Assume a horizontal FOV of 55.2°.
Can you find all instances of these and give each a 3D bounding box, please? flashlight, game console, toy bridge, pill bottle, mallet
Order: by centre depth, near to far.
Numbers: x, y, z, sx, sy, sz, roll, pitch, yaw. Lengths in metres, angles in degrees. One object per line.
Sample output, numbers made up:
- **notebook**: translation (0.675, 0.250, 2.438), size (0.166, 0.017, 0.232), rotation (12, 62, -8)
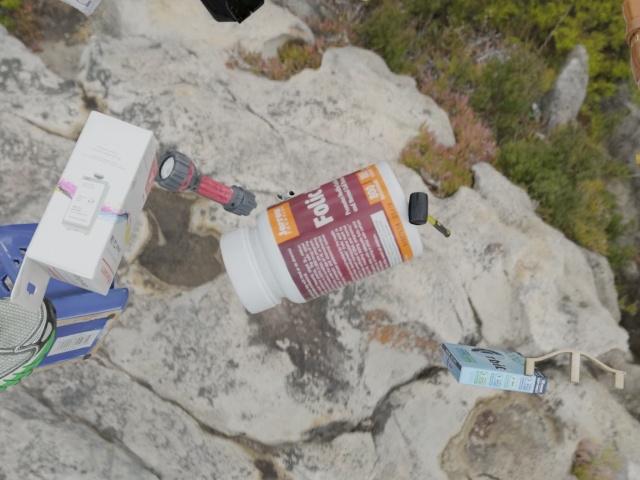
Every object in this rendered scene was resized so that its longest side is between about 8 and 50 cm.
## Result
- **toy bridge**: translation (0.502, 0.249, 1.208), size (0.188, 0.026, 0.063), rotation (6, 73, 11)
- **game console**: translation (-0.193, -0.510, 1.246), size (0.107, 0.122, 0.071), rotation (-38, 51, 3)
- **mallet**: translation (0.228, -0.050, 1.253), size (0.039, 0.190, 0.062), rotation (-5, 78, 30)
- **pill bottle**: translation (0.000, 0.000, 1.322), size (0.392, 0.224, 0.224), rotation (-22, 61, 3)
- **flashlight**: translation (-0.297, -0.143, 1.637), size (0.103, 0.304, 0.103), rotation (-37, 52, 25)

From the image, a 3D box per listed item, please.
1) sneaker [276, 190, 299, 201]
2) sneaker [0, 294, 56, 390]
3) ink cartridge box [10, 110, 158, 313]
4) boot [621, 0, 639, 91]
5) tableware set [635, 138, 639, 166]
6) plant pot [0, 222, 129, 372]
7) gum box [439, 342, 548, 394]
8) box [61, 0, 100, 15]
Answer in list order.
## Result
- **sneaker**: translation (-0.079, -0.109, 1.538), size (0.032, 0.037, 0.083), rotation (7, 11, -43)
- **sneaker**: translation (-0.548, 0.161, 0.860), size (0.343, 0.146, 0.134), rotation (-20, 67, -18)
- **ink cartridge box**: translation (-0.233, -0.015, 0.625), size (0.067, 0.115, 0.198), rotation (20, 74, -7)
- **boot**: translation (0.379, -0.162, 0.570), size (0.197, 0.073, 0.152), rotation (8, 59, -17)
- **tableware set**: translation (0.548, -0.088, 1.028), size (0.024, 0.154, 0.104), rotation (-7, 36, 31)
- **plant pot**: translation (-0.525, 0.117, 1.177), size (0.212, 0.236, 0.236), rotation (51, 29, 21)
- **gum box**: translation (0.368, 0.274, 1.319), size (0.184, 0.157, 0.041), rotation (8, 98, -5)
- **box**: translation (-0.261, -0.358, 0.485), size (0.262, 0.127, 0.231), rotation (23, 69, -32)
